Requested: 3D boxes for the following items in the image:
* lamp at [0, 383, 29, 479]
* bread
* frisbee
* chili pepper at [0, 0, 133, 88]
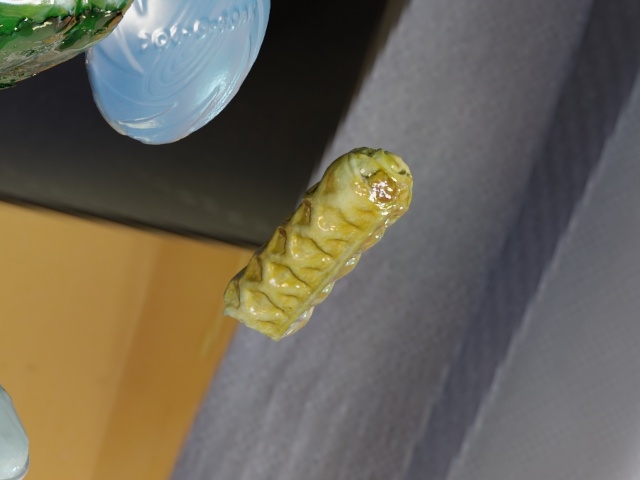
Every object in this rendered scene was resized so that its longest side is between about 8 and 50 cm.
[{"bbox_3d":[-0.364,0.177,1.875,0.179,0.108,0.246,40,-170,-4],"label":"lamp"},{"bbox_3d":[0.001,0.000,1.938,0.098,0.087,0.269,26,132,-18],"label":"bread"},{"bbox_3d":[-0.143,-0.241,2.086,0.049,0.289,0.289,24,-177,35],"label":"frisbee"},{"bbox_3d":[-0.306,-0.246,1.680,0.233,0.249,0.256,16,150,-40],"label":"chili pepper"}]
